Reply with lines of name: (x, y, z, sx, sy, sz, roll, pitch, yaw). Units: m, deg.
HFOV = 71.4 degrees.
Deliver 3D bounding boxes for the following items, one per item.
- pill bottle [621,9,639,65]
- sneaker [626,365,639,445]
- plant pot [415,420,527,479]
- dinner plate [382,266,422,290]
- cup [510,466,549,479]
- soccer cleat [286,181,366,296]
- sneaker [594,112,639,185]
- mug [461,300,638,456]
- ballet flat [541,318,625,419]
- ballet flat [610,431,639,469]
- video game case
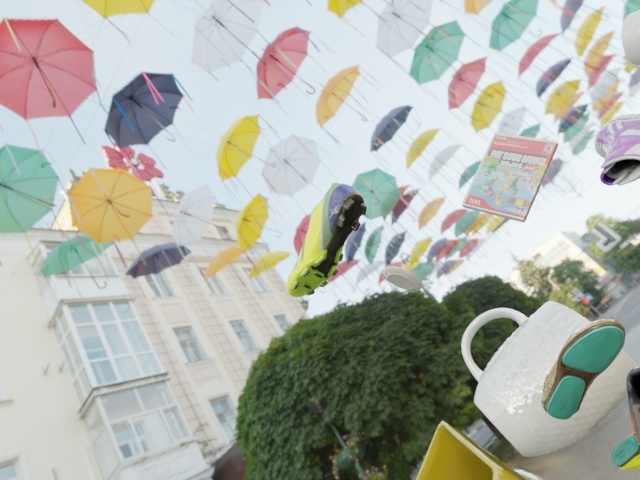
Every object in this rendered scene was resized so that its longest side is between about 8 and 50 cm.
pill bottle: (0.668, -0.391, 0.773, 0.121, 0.121, 0.221, -23, 11, -28)
sneaker: (0.438, 0.287, 0.485, 0.124, 0.321, 0.180, -39, -45, 21)
plant pot: (0.183, 0.335, 0.427, 0.212, 0.187, 0.212, 77, -141, -78)
dinner plate: (0.270, 0.133, 1.485, 0.017, 0.141, 0.141, -61, -18, -24)
cup: (0.482, 0.687, 1.052, 0.331, 0.331, 0.237, -50, -9, 22)
soccer cleat: (0.001, 0.000, 1.032, 0.093, 0.121, 0.289, 18, -72, -41)
sneaker: (0.646, -0.190, 0.971, 0.161, 0.102, 0.282, -47, -4, 7)
mug: (0.542, 0.337, 1.156, 0.328, 0.374, 0.276, -43, -36, 0)
ballet flat: (0.394, 0.186, 0.686, 0.067, 0.072, 0.206, -58, -17, -56)
ballet flat: (0.796, 0.487, 1.071, 0.077, 0.077, 0.231, -69, -8, -50)
video game case: (0.605, -0.209, 1.429, 0.025, 0.203, 0.285, 41, -106, -53)
